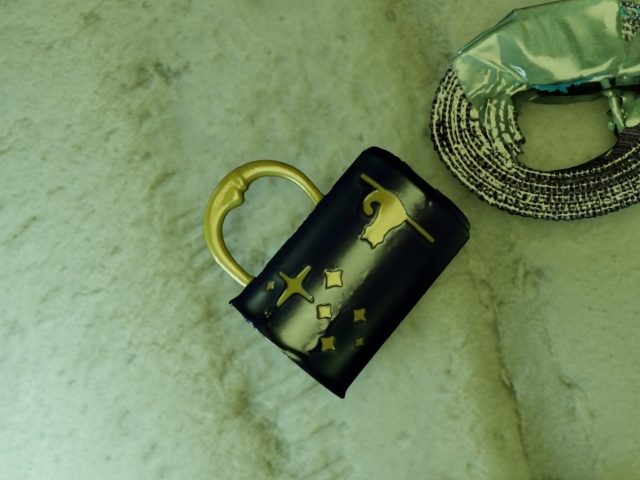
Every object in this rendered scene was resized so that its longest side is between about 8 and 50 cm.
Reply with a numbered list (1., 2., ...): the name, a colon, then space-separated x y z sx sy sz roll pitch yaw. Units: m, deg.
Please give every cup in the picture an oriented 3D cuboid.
1. cup: 0.010 0.007 1.708 0.255 0.178 0.256 39 88 -20

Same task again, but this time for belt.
1. belt: 0.290 -0.153 1.738 0.324 0.122 0.260 -9 92 8

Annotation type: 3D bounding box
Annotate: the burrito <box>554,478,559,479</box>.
1. burrito: 0.272 0.341 1.739 0.074 0.044 0.118 32 91 -1
